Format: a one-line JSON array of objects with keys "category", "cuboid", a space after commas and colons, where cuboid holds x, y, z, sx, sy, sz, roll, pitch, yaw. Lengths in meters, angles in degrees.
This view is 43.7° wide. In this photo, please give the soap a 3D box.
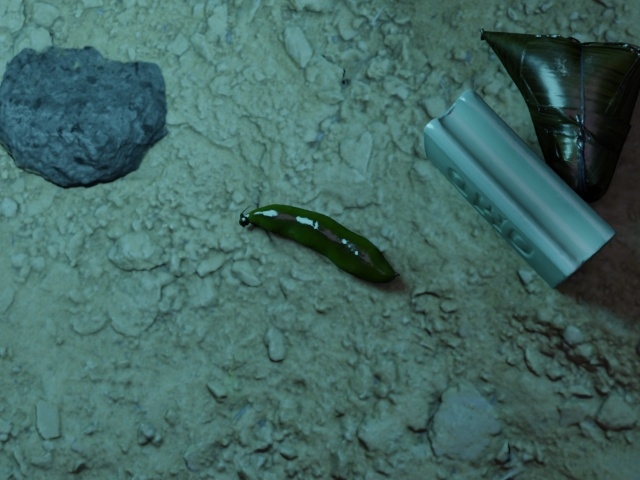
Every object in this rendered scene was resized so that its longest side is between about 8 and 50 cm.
[{"category": "soap", "cuboid": [0.259, -0.064, 1.075, 0.087, 0.160, 0.265, -41, 77, 0]}]

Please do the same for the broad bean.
[{"category": "broad bean", "cuboid": [0.001, -0.004, 1.161, 0.254, 0.046, 0.065, 24, 90, 14]}]

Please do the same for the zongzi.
[{"category": "zongzi", "cuboid": [0.311, -0.182, 1.120, 0.242, 0.112, 0.221, 16, 83, 19]}]
